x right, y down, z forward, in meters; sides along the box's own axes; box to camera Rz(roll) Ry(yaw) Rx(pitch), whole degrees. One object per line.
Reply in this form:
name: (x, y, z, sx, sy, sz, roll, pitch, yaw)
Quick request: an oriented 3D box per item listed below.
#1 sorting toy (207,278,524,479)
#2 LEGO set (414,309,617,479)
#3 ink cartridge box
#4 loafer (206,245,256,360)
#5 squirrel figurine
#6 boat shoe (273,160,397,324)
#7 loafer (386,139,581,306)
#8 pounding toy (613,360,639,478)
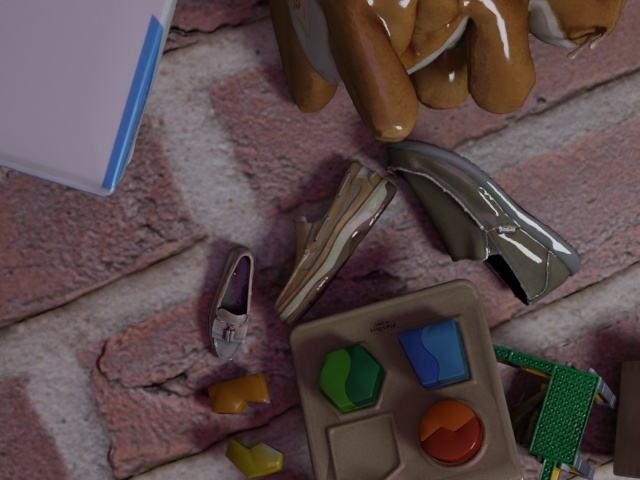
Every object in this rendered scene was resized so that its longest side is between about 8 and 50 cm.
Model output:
sorting toy: (0.037, 0.183, 1.514, 0.307, 0.041, 0.229, -16, 71, 13)
LEGO set: (0.184, 0.245, 1.580, 0.255, 0.192, 0.331, 7, 78, 19)
ink cartridge box: (-0.223, -0.201, 1.350, 0.166, 0.395, 0.285, 16, 91, -7)
loafer: (-0.094, 0.068, 1.566, 0.045, 0.039, 0.125, 10, 92, -10)
squirrel figurine: (0.139, -0.321, 1.466, 0.370, 0.281, 0.397, -18, 99, -14)
boat shoe: (0.000, 0.000, 1.571, 0.072, 0.068, 0.190, 36, 79, 3)
loafer: (0.165, -0.017, 1.573, 0.251, 0.094, 0.087, 36, 84, -10)
pounding toy: (0.434, 0.235, 1.614, 0.206, 0.094, 0.181, 11, 80, -23)
